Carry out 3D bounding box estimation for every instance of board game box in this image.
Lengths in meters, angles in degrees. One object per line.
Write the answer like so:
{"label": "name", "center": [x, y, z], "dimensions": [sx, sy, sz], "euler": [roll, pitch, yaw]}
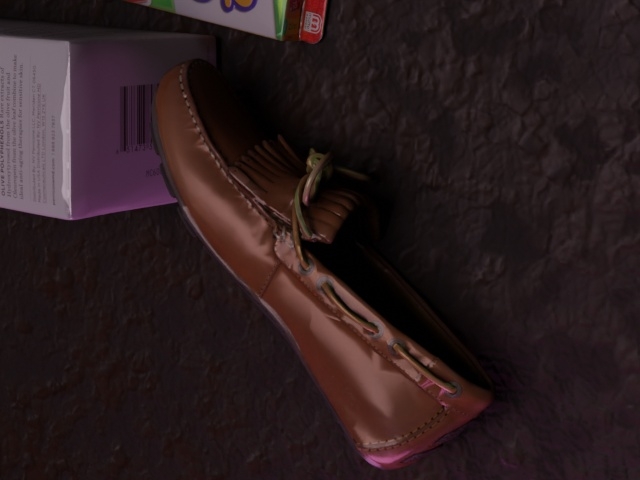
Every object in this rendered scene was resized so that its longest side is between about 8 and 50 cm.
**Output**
{"label": "board game box", "center": [-0.101, -0.255, 1.299], "dimensions": [0.259, 0.039, 0.124], "euler": [18, 108, 29]}

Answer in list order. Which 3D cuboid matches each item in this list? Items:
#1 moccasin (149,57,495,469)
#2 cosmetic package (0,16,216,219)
{"label": "moccasin", "center": [-0.002, 0.000, 1.207], "dimensions": [0.147, 0.139, 0.380], "euler": [-43, 71, 25]}
{"label": "cosmetic package", "center": [-0.293, -0.125, 1.354], "dimensions": [0.366, 0.197, 0.155], "euler": [9, 103, 35]}
